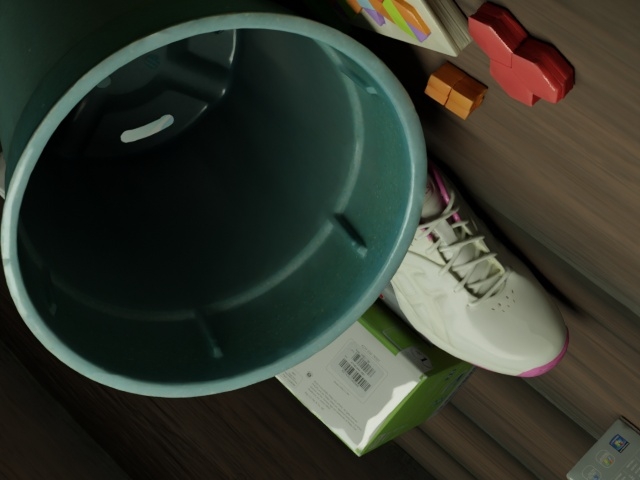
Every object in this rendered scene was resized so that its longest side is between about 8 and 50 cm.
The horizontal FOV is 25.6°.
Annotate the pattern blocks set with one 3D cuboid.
[{"bbox_3d":[0.030,-0.194,1.006,0.285,0.026,0.325,48,171,-16],"label":"pattern blocks set"}]

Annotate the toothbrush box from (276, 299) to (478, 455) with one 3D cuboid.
[{"bbox_3d":[0.053,0.108,1.587,0.206,0.122,0.283,43,-165,15],"label":"toothbrush box"}]

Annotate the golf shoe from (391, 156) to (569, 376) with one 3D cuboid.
[{"bbox_3d":[0.103,0.005,1.290,0.306,0.115,0.140,42,167,14],"label":"golf shoe"}]

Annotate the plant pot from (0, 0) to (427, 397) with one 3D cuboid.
[{"bbox_3d":[-0.134,-0.101,1.206,0.341,0.341,0.334,53,-179,-40],"label":"plant pot"}]

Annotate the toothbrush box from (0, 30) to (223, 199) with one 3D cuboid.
[{"bbox_3d":[-0.185,-0.088,1.554,0.126,0.295,0.216,35,166,47],"label":"toothbrush box"}]

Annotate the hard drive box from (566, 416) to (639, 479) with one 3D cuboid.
[{"bbox_3d":[0.382,0.315,1.475,0.232,0.089,0.181,39,169,32],"label":"hard drive box"}]

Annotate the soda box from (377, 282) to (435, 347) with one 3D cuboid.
[{"bbox_3d":[0.044,-0.021,1.483,0.286,0.091,0.098,42,171,17],"label":"soda box"}]
